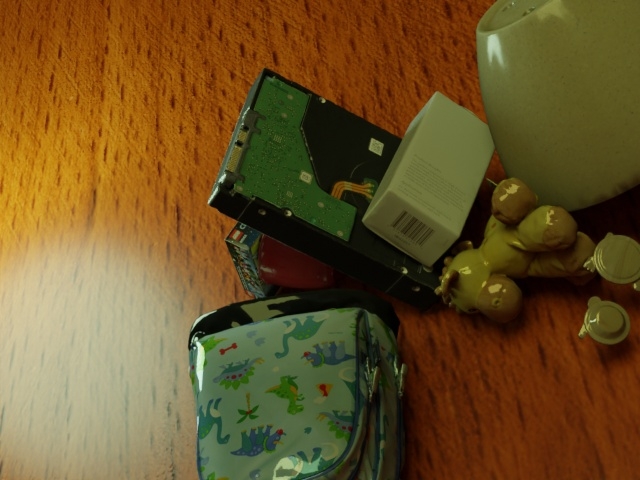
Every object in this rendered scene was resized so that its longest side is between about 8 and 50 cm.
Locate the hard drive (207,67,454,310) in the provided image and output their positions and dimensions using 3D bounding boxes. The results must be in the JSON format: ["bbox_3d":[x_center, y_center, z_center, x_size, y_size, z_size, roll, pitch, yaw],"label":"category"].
[{"bbox_3d":[0.032,-0.071,1.591,0.064,0.339,0.237,-48,21,47],"label":"hard drive"}]

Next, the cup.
[{"bbox_3d":[0.339,-0.230,1.514,0.331,0.237,0.331,-34,19,14],"label":"cup"}]

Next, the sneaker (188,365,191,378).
[{"bbox_3d":[-0.091,0.136,1.646,0.212,0.080,0.094,-19,32,18],"label":"sneaker"}]

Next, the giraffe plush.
[{"bbox_3d":[0.232,0.028,1.486,0.170,0.181,0.210,-49,37,-4],"label":"giraffe plush"}]

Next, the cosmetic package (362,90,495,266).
[{"bbox_3d":[0.155,-0.087,1.578,0.085,0.117,0.231,-50,7,45],"label":"cosmetic package"}]

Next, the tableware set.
[{"bbox_3d":[0.393,0.072,1.387,0.168,0.020,0.141,18,69,7],"label":"tableware set"}]

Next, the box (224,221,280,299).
[{"bbox_3d":[-0.046,-0.039,1.711,0.044,0.159,0.233,25,65,22],"label":"box"}]

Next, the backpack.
[{"bbox_3d":[-0.030,0.233,1.405,0.290,0.273,0.356,-8,62,7],"label":"backpack"}]

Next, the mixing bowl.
[{"bbox_3d":[0.000,0.000,1.661,0.098,0.181,0.181,25,65,20],"label":"mixing bowl"}]
